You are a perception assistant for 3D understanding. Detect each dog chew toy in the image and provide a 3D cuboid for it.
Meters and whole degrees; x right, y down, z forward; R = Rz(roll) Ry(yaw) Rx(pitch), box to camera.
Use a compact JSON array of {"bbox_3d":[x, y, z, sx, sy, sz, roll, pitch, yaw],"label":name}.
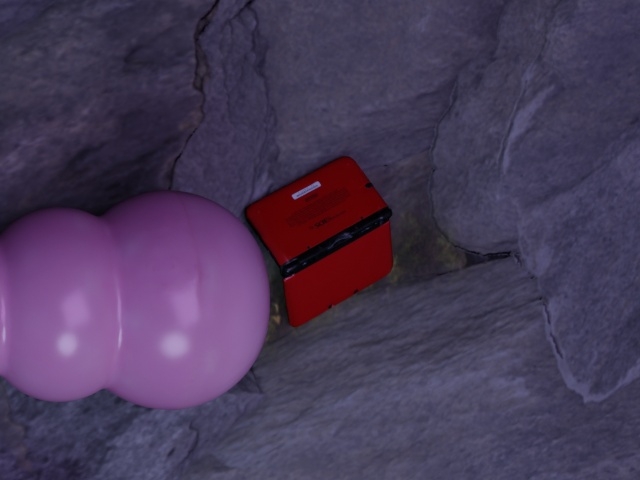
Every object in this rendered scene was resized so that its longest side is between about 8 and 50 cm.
[{"bbox_3d":[-0.219,0.058,1.246,0.331,0.206,0.207,-2,94,-21],"label":"dog chew toy"}]

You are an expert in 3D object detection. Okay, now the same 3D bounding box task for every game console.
[{"bbox_3d":[0.000,0.000,1.461,0.144,0.085,0.124,-29,75,-25],"label":"game console"}]
